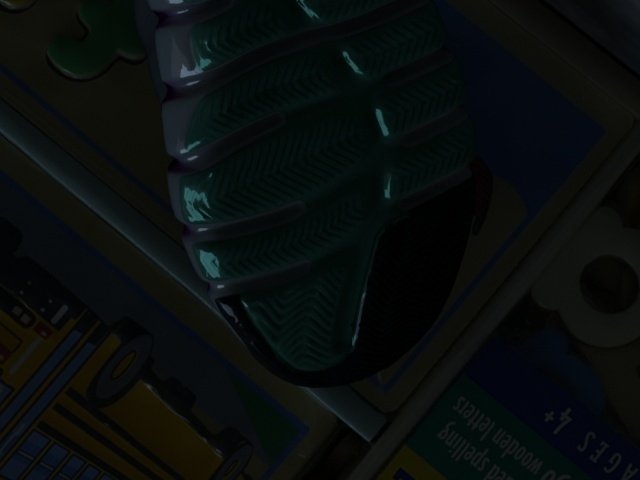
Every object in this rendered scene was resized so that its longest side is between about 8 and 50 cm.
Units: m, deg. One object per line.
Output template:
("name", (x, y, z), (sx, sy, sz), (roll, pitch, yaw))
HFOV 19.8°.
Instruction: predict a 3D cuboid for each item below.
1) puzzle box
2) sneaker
("puzzle box", (-0.066, -0.005, 0.568), (0.409, 0.272, 0.052), (39, 176, 7))
("sneaker", (-0.017, -0.071, 0.497), (0.098, 0.083, 0.223), (-125, 19, -61))
